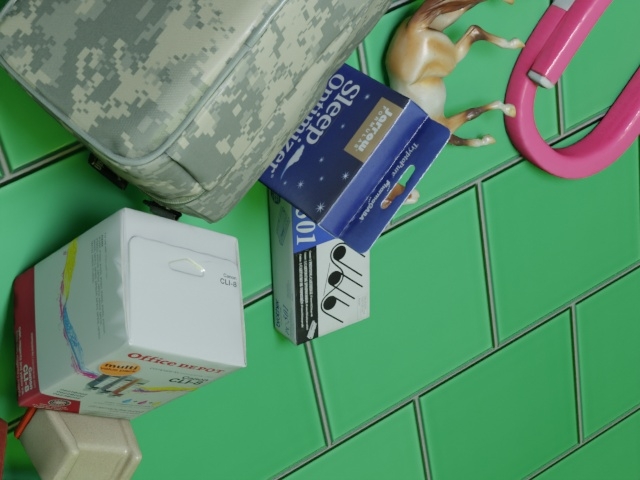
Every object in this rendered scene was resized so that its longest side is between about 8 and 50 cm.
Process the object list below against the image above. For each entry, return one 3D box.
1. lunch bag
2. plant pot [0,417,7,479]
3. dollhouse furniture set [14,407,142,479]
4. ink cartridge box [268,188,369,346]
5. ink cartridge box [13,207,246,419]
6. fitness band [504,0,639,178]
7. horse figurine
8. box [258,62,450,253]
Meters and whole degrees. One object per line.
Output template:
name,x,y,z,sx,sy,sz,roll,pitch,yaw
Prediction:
lunch bag,-0.084,-0.168,1.096,0.305,0.212,0.256,-52,156,-2
plant pot,-0.378,0.229,1.010,0.236,0.267,0.267,14,107,-16
dollhouse furniture set,-0.278,0.253,1.271,0.262,0.135,0.259,14,117,-41
ink cartridge box,0.000,0.000,1.363,0.097,0.046,0.207,-19,125,-29
ink cartridge box,-0.169,0.070,1.165,0.128,0.127,0.176,15,148,-40
fitness band,0.325,-0.204,1.487,0.209,0.054,0.291,32,95,-43
horse figurine,0.123,-0.160,1.347,0.175,0.066,0.263,-14,130,-23
box,0.007,-0.091,1.194,0.036,0.225,0.136,36,91,-43
